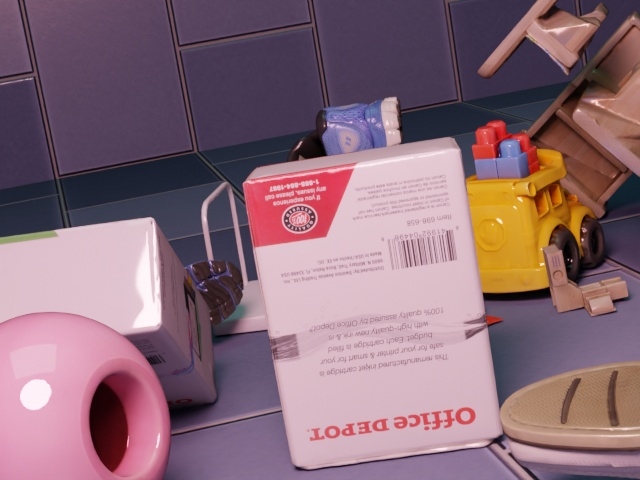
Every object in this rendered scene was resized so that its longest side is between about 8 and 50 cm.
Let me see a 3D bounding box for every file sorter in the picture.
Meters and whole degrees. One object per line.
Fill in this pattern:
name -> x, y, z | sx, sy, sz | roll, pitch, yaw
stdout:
file sorter -> 0.000, 0.000, 1.856 | 0.278, 0.173, 0.193 | -8, 12, 9

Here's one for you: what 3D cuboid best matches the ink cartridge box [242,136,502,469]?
ink cartridge box -> 0.051, 0.056, 1.334 | 0.197, 0.272, 0.114 | -8, 9, 4

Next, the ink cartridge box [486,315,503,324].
ink cartridge box -> 0.157, 0.081, 1.702 | 0.063, 0.029, 0.115 | -16, 13, -28

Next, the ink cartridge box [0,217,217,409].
ink cartridge box -> -0.229, 0.089, 1.446 | 0.201, 0.117, 0.278 | -8, -21, 4

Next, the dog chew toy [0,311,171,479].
dog chew toy -> -0.294, 0.176, 1.247 | 0.332, 0.206, 0.206 | -11, 10, 31

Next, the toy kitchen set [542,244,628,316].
toy kitchen set -> 0.308, 0.042, 1.656 | 0.083, 0.075, 0.068 | -13, 13, 2

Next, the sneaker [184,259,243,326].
sneaker -> -0.193, 0.088, 1.740 | 0.221, 0.083, 0.087 | -29, 12, -21

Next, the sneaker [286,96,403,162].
sneaker -> 0.019, -0.093, 2.028 | 0.147, 0.129, 0.330 | 3, -33, -7

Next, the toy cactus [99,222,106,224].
toy cactus -> -0.281, 0.061, 1.839 | 0.219, 0.112, 0.180 | 14, 29, 35

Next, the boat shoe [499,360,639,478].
boat shoe -> 0.291, 0.155, 1.093 | 0.302, 0.103, 0.113 | -5, 26, 16

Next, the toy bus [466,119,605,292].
toy bus -> 0.253, -0.051, 1.810 | 0.149, 0.211, 0.220 | -3, 12, 33

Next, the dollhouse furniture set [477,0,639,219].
dollhouse furniture set -> 0.380, -0.141, 1.920 | 0.256, 0.362, 0.394 | -50, -2, 22
